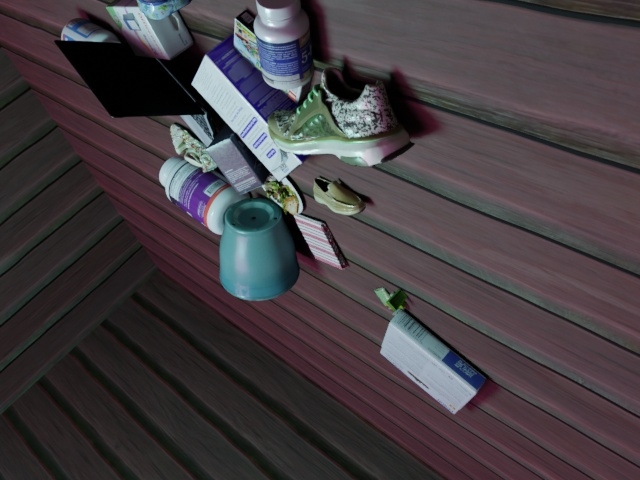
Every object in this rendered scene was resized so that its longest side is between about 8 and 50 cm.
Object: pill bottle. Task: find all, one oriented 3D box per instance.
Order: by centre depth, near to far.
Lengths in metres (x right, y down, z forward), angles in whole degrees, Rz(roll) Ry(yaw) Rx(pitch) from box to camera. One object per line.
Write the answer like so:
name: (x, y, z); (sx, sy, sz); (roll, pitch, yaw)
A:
pill bottle: (-0.074, -0.407, 1.366); (0.112, 0.112, 0.187); (34, 154, 26)
pill bottle: (-0.710, -0.615, 2.162); (0.221, 0.124, 0.124); (33, 156, 32)
pill bottle: (-0.404, -0.166, 2.344); (0.322, 0.181, 0.182); (34, 156, 29)

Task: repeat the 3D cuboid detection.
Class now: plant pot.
plant pot: (-0.206, 0.011, 2.230); (0.271, 0.271, 0.255); (31, 140, 32)

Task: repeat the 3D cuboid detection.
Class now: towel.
towel: (0.000, 0.000, 2.118); (0.144, 0.029, 0.197); (21, 146, 48)

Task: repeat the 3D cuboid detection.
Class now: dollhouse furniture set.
dollhouse furniture set: (0.200, 0.184, 2.033); (0.076, 0.058, 0.151); (49, 159, -8)

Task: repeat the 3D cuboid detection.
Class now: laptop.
laptop: (-0.486, -0.371, 1.925); (0.382, 0.236, 0.408); (49, 166, 31)

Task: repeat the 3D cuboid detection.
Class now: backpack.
backpack: (-0.378, -0.584, 1.608); (0.105, 0.114, 0.084); (35, 157, 26)

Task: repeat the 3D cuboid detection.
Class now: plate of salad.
plate of salad: (-0.133, -0.151, 2.052); (0.199, 0.048, 0.200); (38, 159, 18)

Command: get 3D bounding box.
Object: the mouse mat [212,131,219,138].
mouse mat: (-0.238, -0.236, 1.927); (0.153, 0.007, 0.189); (67, -163, -4)

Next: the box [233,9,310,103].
box: (-0.108, -0.410, 1.535); (0.207, 0.036, 0.114); (42, 159, 8)

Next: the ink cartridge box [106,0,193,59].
ink cartridge box: (-0.451, -0.570, 1.802); (0.212, 0.093, 0.154); (21, 148, 46)

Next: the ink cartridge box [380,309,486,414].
ink cartridge box: (0.341, 0.387, 2.139); (0.324, 0.071, 0.330); (39, 162, 15)

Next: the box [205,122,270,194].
box: (-0.206, -0.237, 1.845); (0.093, 0.156, 0.158); (-20, 118, 30)

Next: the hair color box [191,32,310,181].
hair color box: (-0.154, -0.321, 1.690); (0.339, 0.110, 0.185); (49, 158, -7)

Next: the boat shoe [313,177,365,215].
boat shoe: (0.040, -0.120, 1.768); (0.190, 0.068, 0.072); (22, 138, 46)

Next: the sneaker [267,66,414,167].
sneaker: (0.027, -0.279, 1.439); (0.410, 0.158, 0.182); (17, 125, 47)

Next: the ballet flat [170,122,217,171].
ballet flat: (-0.438, -0.310, 2.289); (0.241, 0.077, 0.091); (36, 158, 23)
